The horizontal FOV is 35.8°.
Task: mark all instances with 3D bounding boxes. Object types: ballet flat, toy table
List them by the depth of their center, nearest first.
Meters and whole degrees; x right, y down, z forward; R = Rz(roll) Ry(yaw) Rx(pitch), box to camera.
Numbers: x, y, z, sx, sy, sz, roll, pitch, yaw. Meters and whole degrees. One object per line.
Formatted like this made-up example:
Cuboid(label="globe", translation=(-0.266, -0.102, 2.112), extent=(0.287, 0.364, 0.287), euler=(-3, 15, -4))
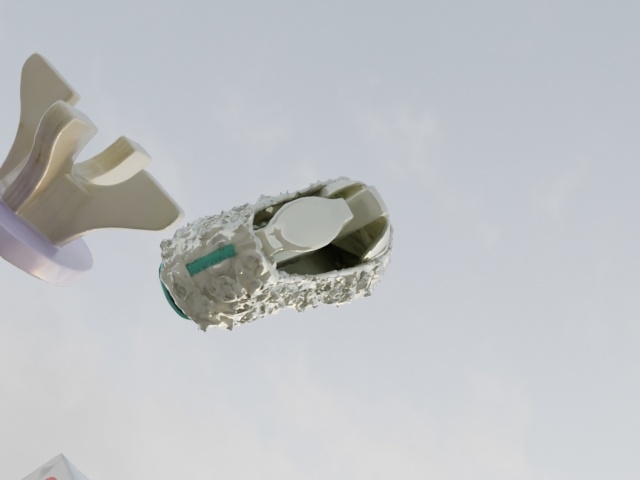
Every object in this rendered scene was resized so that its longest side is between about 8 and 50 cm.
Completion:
Cuboid(label="ballet flat", translation=(0.000, 0.000, 1.042), extent=(0.147, 0.409, 0.147), euler=(7, -76, 28))
Cuboid(label="toy table", translation=(-0.289, -0.067, 1.104), extent=(0.161, 0.274, 0.252), euler=(-43, -87, 2))

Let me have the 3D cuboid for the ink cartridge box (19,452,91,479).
Cuboid(label="ink cartridge box", translation=(-0.426, 0.514, 1.316), extent=(0.384, 0.279, 0.160), euler=(-33, -43, -10))
